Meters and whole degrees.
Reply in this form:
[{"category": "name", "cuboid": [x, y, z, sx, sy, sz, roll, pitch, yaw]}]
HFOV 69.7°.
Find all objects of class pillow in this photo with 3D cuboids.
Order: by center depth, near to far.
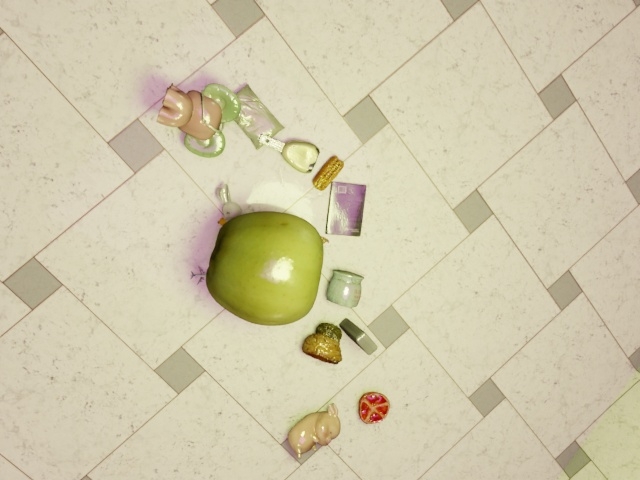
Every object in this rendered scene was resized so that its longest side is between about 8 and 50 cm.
[{"category": "pillow", "cuboid": [-0.272, -0.494, 1.847, 0.148, 0.050, 0.229, -41, 108, 2]}]

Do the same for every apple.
[{"category": "apple", "cuboid": [-0.205, 0.100, 1.744, 0.474, 0.473, 0.473, -2, 98, -12]}]

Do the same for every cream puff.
[{"category": "cream puff", "cuboid": [0.025, 0.435, 2.004, 0.183, 0.183, 0.169, 25, 69, -15]}]

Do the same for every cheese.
[{"category": "cheese", "cuboid": [-0.130, -0.371, 1.881, 0.251, 0.054, 0.127, 21, 93, -20]}]

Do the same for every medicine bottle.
[{"category": "medicine bottle", "cuboid": [0.107, 0.203, 1.980, 0.147, 0.147, 0.143, 14, 93, -14]}]

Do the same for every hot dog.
[{"category": "hot dog", "cuboid": [0.031, -0.282, 1.945, 0.071, 0.045, 0.165, 40, 87, -17]}]

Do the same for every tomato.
[{"category": "tomato", "cuboid": [0.242, 0.764, 2.130, 0.156, 0.069, 0.155, -1, 98, -9]}]

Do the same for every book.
[{"category": "book", "cuboid": [0.111, -0.133, 1.995, 0.160, 0.024, 0.228, 5, 97, -12]}]

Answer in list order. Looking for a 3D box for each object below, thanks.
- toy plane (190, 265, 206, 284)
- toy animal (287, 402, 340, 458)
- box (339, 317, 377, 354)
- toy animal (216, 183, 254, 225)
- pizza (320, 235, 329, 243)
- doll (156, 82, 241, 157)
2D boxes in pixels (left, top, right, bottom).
[{"category": "toy plane", "cuboid": [-0.496, 0.145, 1.902, 0.084, 0.024, 0.078, 3, 97, -19]}, {"category": "toy animal", "cuboid": [-0.025, 0.847, 2.043, 0.250, 0.154, 0.166, -17, 144, -18]}, {"category": "box", "cuboid": [0.158, 0.408, 1.970, 0.055, 0.244, 0.103, -42, 104, -7]}, {"category": "toy animal", "cuboid": [-0.360, -0.128, 1.872, 0.182, 0.131, 0.127, 29, 59, -22]}, {"category": "pizza", "cuboid": [0.000, 0.000, 1.994, 0.083, 0.016, 0.037, 11, 102, -15]}, {"category": "doll", "cuboid": [-0.457, -0.461, 1.726, 0.268, 0.216, 0.284, 20, 111, -19]}]
